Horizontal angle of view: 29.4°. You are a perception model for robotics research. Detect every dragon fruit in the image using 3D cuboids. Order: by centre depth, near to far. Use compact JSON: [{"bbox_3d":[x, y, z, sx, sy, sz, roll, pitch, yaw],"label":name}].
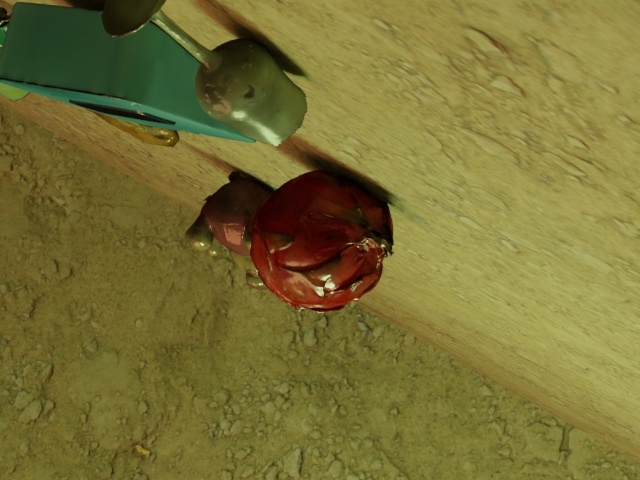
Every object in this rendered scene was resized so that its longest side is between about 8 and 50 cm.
[{"bbox_3d":[0.000,0.000,1.498,0.172,0.172,0.209,32,145,-17],"label":"dragon fruit"}]

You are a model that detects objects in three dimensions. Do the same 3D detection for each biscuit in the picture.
[{"bbox_3d":[-0.358,-0.227,1.947,0.299,0.045,0.154,30,173,-5],"label":"biscuit"}]

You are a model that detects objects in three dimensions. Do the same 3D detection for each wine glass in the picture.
[{"bbox_3d":[-0.094,-0.156,1.058,0.079,0.079,0.195,24,171,47],"label":"wine glass"}]

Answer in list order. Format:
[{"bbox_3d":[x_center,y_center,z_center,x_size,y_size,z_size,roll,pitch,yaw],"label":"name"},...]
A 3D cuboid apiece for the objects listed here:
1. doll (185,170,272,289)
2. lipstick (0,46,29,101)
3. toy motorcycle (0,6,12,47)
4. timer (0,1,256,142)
[{"bbox_3d":[-0.094,0.001,2.057,0.196,0.152,0.256,42,-174,32],"label":"doll"},{"bbox_3d":[-0.603,-0.332,2.140,0.076,0.076,0.304,28,174,22],"label":"lipstick"},{"bbox_3d":[-0.399,-0.276,1.689,0.173,0.058,0.100,23,164,42],"label":"toy motorcycle"},{"bbox_3d":[-0.212,-0.182,1.397,0.232,0.091,0.250,12,176,34],"label":"timer"}]
